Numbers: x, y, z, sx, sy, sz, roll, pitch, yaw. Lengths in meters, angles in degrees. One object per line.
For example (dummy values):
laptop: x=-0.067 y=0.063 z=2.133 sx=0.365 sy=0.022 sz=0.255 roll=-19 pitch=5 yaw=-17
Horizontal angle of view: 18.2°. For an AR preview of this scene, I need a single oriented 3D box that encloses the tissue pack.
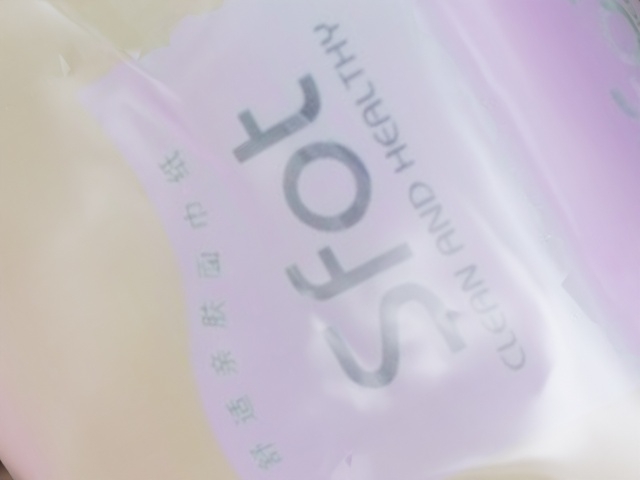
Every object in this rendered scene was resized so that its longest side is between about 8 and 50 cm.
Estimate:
tissue pack: x=0.000 y=0.000 z=0.538 sx=0.215 sy=0.123 sz=0.257 roll=-29 pitch=94 yaw=31
